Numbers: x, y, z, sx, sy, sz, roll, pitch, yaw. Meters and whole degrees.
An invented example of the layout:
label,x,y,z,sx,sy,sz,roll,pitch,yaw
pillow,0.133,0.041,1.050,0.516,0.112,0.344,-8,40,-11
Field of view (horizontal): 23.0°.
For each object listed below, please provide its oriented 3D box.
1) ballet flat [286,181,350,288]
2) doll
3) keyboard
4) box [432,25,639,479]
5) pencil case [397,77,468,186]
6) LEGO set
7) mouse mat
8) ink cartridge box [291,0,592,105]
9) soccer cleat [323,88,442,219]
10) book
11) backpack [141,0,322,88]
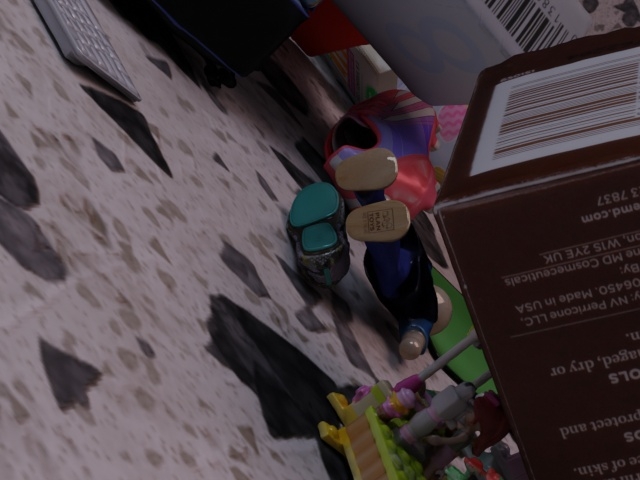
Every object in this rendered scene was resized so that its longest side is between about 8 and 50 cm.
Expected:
label,x,y,z,sx,sy,sz,roll,pitch,yaw
ballet flat,0.000,0.000,1.018,0.041,0.041,0.114,46,15,-19
doll,0.053,0.019,1.043,0.189,0.046,0.129,61,16,-61
keyboard,-0.180,-0.188,0.966,0.072,0.014,0.256,27,27,-58
box,0.192,0.094,0.845,0.191,0.143,0.381,-66,139,-61
pencil case,0.171,-0.087,1.580,0.273,0.124,0.113,45,-23,-15
LEGO set,0.080,0.108,0.831,0.132,0.107,0.287,51,14,0
mouse mat,0.115,0.079,1.226,0.152,0.007,0.189,43,17,-29
ink cartridge box,-0.014,-0.235,1.250,0.308,0.091,0.385,45,-23,-27
soccer cleat,0.045,-0.082,1.277,0.095,0.083,0.248,42,19,-17
book,0.032,-0.179,1.497,0.144,0.035,0.096,59,-16,32
backpack,-0.092,-0.217,1.110,0.158,0.117,0.173,39,15,-42
